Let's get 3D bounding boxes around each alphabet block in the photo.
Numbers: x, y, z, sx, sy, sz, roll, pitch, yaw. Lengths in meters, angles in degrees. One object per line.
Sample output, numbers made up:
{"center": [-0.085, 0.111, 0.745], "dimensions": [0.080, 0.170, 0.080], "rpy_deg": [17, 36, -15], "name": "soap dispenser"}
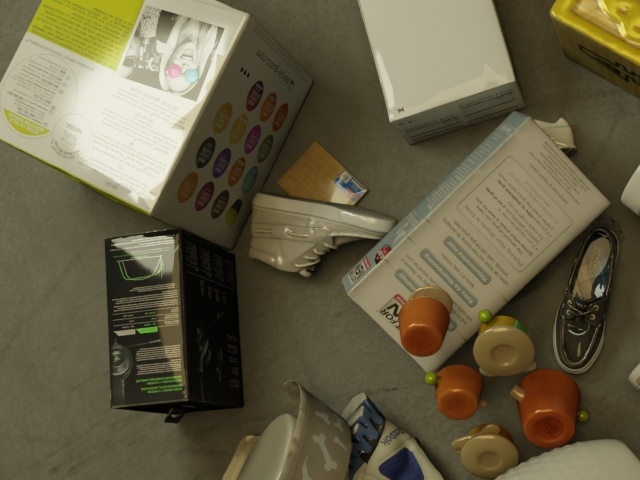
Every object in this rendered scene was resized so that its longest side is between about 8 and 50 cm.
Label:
{"center": [0.480, -0.339, 1.790], "dimensions": [0.193, 0.197, 0.192], "rpy_deg": [32, 90, 20], "name": "alphabet block"}

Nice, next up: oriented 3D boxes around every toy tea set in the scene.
{"center": [0.248, 0.187, 1.759], "dimensions": [0.200, 0.124, 0.336], "rpy_deg": [-22, 115, 21], "name": "toy tea set"}

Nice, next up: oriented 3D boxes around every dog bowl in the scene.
{"center": [-0.070, 0.383, 1.765], "dimensions": [0.102, 0.349, 0.348], "rpy_deg": [28, 89, -10], "name": "dog bowl"}

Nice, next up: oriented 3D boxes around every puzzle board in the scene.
{"center": [0.003, -0.089, 1.989], "dimensions": [0.096, 0.011, 0.128], "rpy_deg": [-47, 71, 3], "name": "puzzle board"}

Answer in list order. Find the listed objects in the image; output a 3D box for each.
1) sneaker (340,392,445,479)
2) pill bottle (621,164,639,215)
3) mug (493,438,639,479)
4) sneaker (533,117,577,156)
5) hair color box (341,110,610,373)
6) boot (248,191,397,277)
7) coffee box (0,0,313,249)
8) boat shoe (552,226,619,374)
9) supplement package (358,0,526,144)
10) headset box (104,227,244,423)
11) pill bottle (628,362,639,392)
{"center": [0.095, 0.383, 1.762], "dimensions": [0.182, 0.315, 0.127], "rpy_deg": [28, 133, -10], "name": "sneaker"}
{"center": [0.603, -0.013, 1.697], "dimensions": [0.334, 0.188, 0.188], "rpy_deg": [39, 93, 20], "name": "pill bottle"}
{"center": [0.354, 0.469, 1.626], "dimensions": [0.328, 0.276, 0.374], "rpy_deg": [-37, 56, 3], "name": "mug"}
{"center": [0.323, -0.154, 1.885], "dimensions": [0.152, 0.053, 0.061], "rpy_deg": [-7, 70, 9], "name": "sneaker"}
{"center": [0.230, 0.003, 1.810], "dimensions": [0.374, 0.113, 0.185], "rpy_deg": [-44, 101, 5], "name": "hair color box"}
{"center": [0.000, 0.000, 1.930], "dimensions": [0.258, 0.095, 0.123], "rpy_deg": [11, 97, 31], "name": "boot"}
{"center": [-0.267, -0.218, 1.922], "dimensions": [0.338, 0.337, 0.334], "rpy_deg": [25, 88, 19], "name": "coffee box"}
{"center": [0.401, 0.087, 1.799], "dimensions": [0.080, 0.076, 0.228], "rpy_deg": [17, 85, 19], "name": "boat shoe"}
{"center": [0.189, -0.318, 1.903], "dimensions": [0.204, 0.145, 0.261], "rpy_deg": [-17, 76, 14], "name": "supplement package"}
{"center": [-0.226, 0.145, 1.892], "dimensions": [0.131, 0.246, 0.283], "rpy_deg": [-8, 79, 15], "name": "headset box"}
{"center": [0.544, 0.228, 1.710], "dimensions": [0.112, 0.112, 0.186], "rpy_deg": [-44, 71, 5], "name": "pill bottle"}
